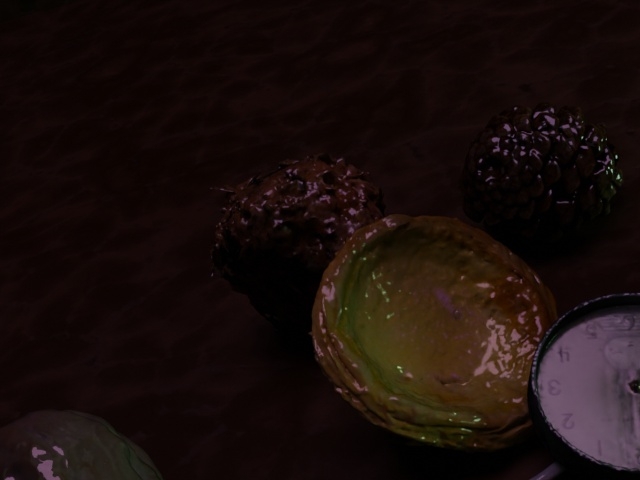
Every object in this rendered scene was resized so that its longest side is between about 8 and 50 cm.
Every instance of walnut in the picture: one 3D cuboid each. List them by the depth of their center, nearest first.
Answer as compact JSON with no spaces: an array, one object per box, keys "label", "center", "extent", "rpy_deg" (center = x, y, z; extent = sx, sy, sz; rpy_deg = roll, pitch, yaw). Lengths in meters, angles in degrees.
[{"label":"walnut","center":[-0.258,0.272,1.274],"extent":[0.224,0.224,0.224],"rpy_deg":[-14,31,9]}]

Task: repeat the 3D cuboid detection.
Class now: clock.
[{"label":"clock","center":[0.313,0.146,1.251],"extent":[0.215,0.042,0.215],"rpy_deg":[-5,52,6]}]

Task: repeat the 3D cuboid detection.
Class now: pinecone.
[{"label":"pinecone","center":[0.279,-0.089,1.598],"extent":[0.184,0.179,0.205],"rpy_deg":[20,20,34]}]

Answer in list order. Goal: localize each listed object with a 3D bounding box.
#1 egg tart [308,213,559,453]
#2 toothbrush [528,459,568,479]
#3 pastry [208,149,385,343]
[{"label":"egg tart","center":[0.120,0.109,1.351],"extent":[0.294,0.123,0.294],"rpy_deg":[9,59,-15]},{"label":"toothbrush","center":[0.294,0.199,1.264],"extent":[0.375,0.028,0.037],"rpy_deg":[-23,23,-6]},{"label":"pastry","center":[0.000,0.000,1.519],"extent":[0.275,0.275,0.193],"rpy_deg":[-2,51,27]}]
